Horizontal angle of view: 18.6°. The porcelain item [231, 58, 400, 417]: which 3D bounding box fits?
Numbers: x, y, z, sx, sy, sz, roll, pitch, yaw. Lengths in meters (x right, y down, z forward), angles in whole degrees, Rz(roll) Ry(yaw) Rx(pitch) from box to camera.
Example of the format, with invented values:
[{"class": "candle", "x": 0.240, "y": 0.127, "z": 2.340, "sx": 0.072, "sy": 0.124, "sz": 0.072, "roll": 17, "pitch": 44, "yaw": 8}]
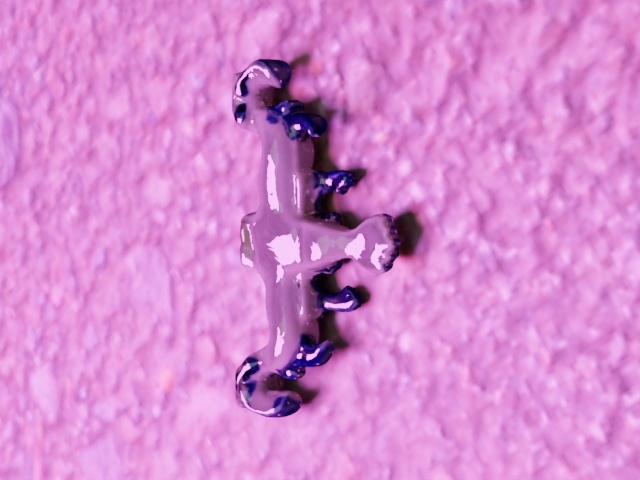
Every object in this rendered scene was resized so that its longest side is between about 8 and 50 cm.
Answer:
[{"class": "porcelain item", "x": 0.000, "y": 0.000, "z": 0.725, "sx": 0.075, "sy": 0.021, "sz": 0.136, "roll": 2, "pitch": 94, "yaw": 41}]
